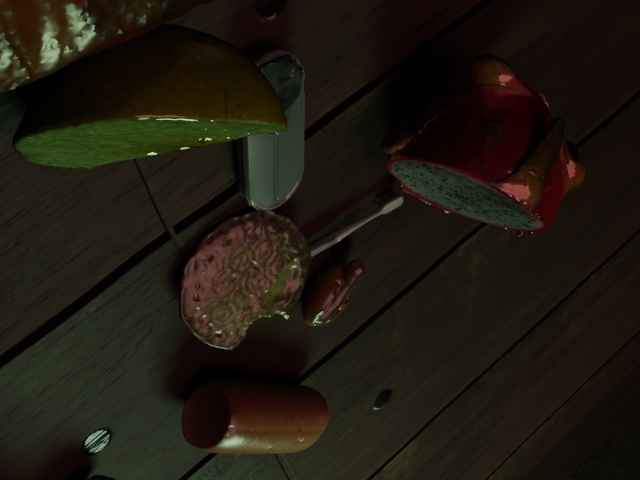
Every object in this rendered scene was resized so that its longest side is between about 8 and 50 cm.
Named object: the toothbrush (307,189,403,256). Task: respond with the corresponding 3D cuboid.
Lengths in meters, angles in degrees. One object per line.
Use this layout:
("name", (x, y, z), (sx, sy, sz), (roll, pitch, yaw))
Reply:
("toothbrush", (0.001, 0.001, 1.517), (0.342, 0.030, 0.025), (-31, 138, -27))

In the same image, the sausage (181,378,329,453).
("sausage", (-0.098, 0.298, 1.585), (0.304, 0.121, 0.121), (16, 107, -54))

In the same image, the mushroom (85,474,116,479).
("mushroom", (-0.384, 0.520, 1.415), (0.254, 0.267, 0.267), (-62, 163, -53))

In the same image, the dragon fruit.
("dragon fruit", (0.260, -0.161, 1.459), (0.305, 0.305, 0.226), (38, 74, -54))

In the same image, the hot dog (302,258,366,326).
("hot dog", (0.024, 0.088, 1.590), (0.140, 0.060, 0.090), (-53, 149, -5))

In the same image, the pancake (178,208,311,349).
("pancake", (-0.110, 0.057, 1.412), (0.235, 0.029, 0.212), (-19, 119, -31))

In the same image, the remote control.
("remote control", (-0.071, -0.151, 1.292), (0.104, 0.052, 0.247), (-27, 136, -32))

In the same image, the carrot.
("carrot", (-0.246, -0.276, 0.841), (0.340, 0.241, 0.241), (-30, 138, -31))

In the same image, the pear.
("pear", (-0.211, -0.153, 0.976), (0.239, 0.288, 0.139), (-21, 103, -63))
